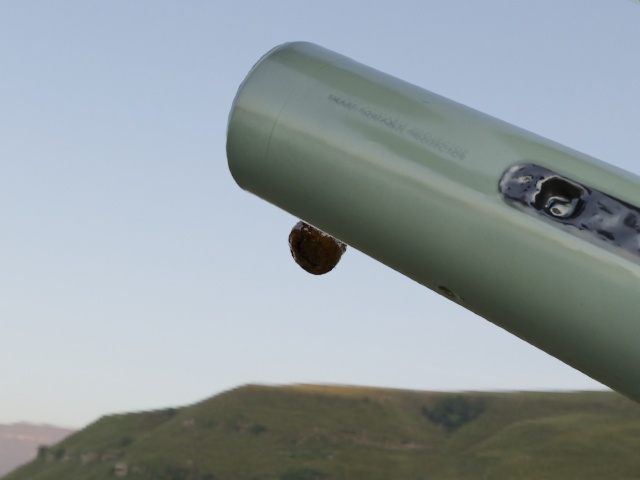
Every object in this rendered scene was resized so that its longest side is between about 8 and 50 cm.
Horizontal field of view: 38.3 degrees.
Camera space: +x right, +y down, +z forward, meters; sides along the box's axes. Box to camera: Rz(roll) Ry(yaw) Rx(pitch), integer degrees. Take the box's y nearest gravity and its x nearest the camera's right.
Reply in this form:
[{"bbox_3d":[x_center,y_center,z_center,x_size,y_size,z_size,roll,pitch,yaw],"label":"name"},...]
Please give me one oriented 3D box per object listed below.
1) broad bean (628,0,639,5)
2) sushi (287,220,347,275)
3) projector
[{"bbox_3d":[0.185,-0.242,0.458,0.119,0.238,0.291,-15,-17,-3],"label":"broad bean"},{"bbox_3d":[0.000,0.000,0.827,0.050,0.047,0.099,20,-31,10],"label":"sushi"},{"bbox_3d":[0.099,-0.009,0.508,0.338,0.108,0.108,29,-6,31],"label":"projector"}]
